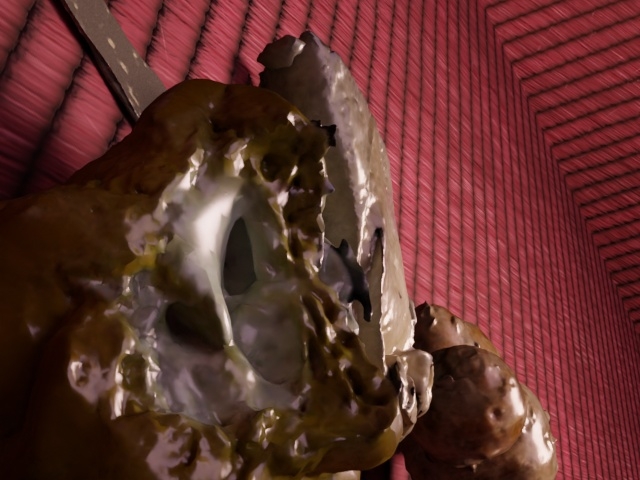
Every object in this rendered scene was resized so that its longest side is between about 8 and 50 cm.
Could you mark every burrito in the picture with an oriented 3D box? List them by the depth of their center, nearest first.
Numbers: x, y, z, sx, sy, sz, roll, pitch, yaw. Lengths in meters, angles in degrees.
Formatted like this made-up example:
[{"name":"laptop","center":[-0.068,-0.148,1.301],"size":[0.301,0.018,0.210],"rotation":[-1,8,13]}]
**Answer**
[{"name":"burrito","center":[0.021,0.004,0.885],"size":[0.175,0.107,0.348],"rotation":[-76,151,-81]}]

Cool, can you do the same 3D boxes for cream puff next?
[{"name":"cream puff","center":[-0.113,0.060,0.723],"size":[0.274,0.269,0.323],"rotation":[132,-54,-69]}]

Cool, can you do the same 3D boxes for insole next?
[{"name":"insole","center":[-0.176,-0.152,0.987],"size":[0.248,0.011,0.081],"rotation":[59,24,-31]}]

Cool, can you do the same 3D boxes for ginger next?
[{"name":"ginger","center":[0.165,0.195,1.259],"size":[0.375,0.176,0.256],"rotation":[-105,173,-76]}]

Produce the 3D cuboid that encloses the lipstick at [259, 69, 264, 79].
[{"name":"lipstick","center":[0.000,0.000,1.199],"size":[0.077,0.077,0.418],"rotation":[11,62,-65]}]
